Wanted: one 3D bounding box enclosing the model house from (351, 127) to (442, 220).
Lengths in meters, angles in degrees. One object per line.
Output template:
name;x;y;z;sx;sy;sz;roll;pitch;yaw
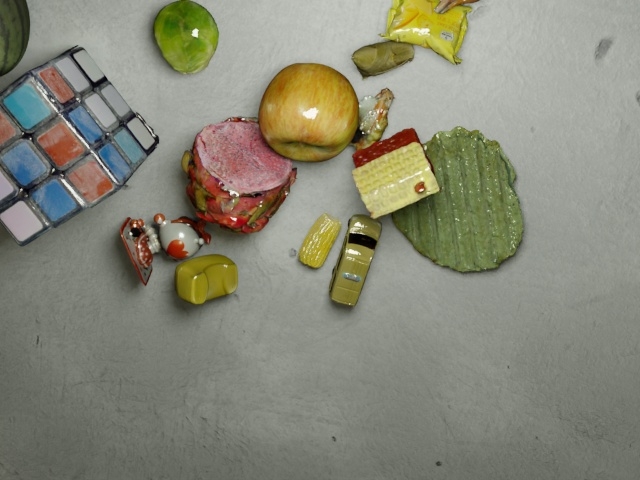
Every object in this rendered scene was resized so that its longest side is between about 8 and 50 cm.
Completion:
model house;0.192;-0.157;1.771;0.196;0.254;0.160;-24;111;11

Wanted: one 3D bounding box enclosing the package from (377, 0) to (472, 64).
package;0.269;-0.548;1.757;0.226;0.090;0.168;16;82;0

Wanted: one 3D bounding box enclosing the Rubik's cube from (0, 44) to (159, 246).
Rubik's cube;-0.699;-0.247;1.828;0.358;0.363;0.362;-27;111;18

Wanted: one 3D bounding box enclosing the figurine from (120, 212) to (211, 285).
figurine;-0.433;-0.004;2.028;0.226;0.160;0.184;-19;110;2

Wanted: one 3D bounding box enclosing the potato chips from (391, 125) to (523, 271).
potato chips;0.376;-0.099;1.952;0.358;0.070;0.429;-11;109;10

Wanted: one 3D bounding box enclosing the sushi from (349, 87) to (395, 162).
sushi;0.127;-0.307;1.875;0.103;0.097;0.226;17;113;-2

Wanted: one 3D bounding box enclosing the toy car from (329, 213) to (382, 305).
toy car;0.100;0.057;2.008;0.101;0.124;0.257;16;113;-3

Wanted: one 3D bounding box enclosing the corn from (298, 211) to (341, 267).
corn;0.000;0.000;2.027;0.085;0.063;0.165;31;109;2

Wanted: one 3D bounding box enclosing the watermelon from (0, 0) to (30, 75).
watermelon;-0.889;-0.587;1.752;0.278;0.279;0.360;-4;114;6

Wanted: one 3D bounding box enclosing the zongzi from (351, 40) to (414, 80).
zongzi;0.160;-0.475;1.766;0.160;0.176;0.079;-21;89;9

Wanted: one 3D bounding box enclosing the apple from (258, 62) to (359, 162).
apple;-0.026;-0.337;1.788;0.264;0.264;0.264;2;112;4

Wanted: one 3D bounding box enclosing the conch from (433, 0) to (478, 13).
conch;0.377;-0.632;1.721;0.086;0.080;0.233;31;86;21

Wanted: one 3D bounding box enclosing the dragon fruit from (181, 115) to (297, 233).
dragon fruit;-0.246;-0.144;1.894;0.296;0.314;0.263;41;138;12

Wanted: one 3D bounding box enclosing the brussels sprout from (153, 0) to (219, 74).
brussels sprout;-0.343;-0.528;1.803;0.161;0.144;0.181;-30;131;-5

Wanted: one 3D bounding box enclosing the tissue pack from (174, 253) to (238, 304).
tissue pack;-0.342;0.109;2.041;0.127;0.178;0.123;24;120;40
